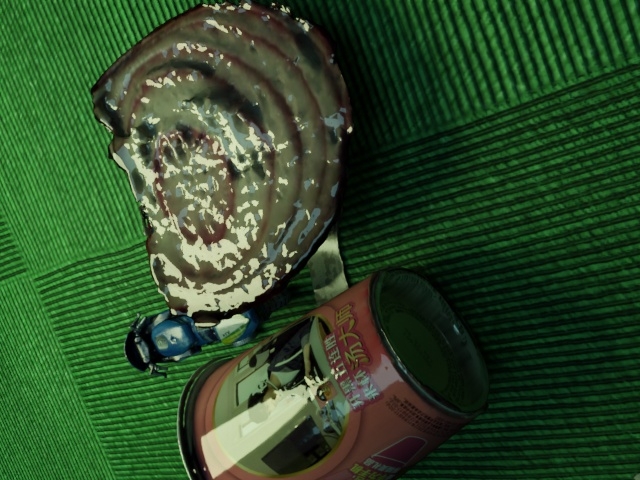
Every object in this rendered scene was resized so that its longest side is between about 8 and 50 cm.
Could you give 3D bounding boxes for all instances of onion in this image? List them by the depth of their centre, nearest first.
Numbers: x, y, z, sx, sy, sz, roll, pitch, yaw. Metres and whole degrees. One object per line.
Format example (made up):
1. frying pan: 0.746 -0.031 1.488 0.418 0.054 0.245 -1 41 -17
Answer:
1. onion: -0.071 -0.081 0.750 0.279 0.146 0.315 -20 80 23

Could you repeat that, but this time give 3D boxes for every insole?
1. insole: 0.000 0.000 0.808 0.065 0.006 0.194 -6 104 35

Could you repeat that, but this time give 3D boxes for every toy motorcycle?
1. toy motorcycle: -0.147 0.102 0.863 0.254 0.135 0.092 -18 96 37

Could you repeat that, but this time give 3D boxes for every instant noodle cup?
1. instant noodle cup: 0.023 0.161 0.730 0.255 0.244 0.244 -40 83 29

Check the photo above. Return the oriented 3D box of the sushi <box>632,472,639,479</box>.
1. sushi: 0.365 0.299 0.651 0.210 0.040 0.193 44 125 13
